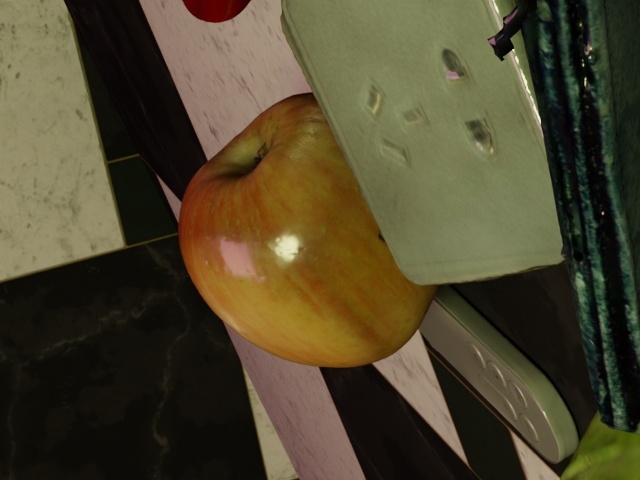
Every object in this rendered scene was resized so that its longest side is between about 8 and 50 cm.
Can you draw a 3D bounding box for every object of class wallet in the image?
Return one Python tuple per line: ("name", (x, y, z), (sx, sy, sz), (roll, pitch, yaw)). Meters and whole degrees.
("wallet", (0.091, -0.115, 0.455), (0.046, 0.190, 0.379), (6, 141, 20))

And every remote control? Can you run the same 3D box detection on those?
("remote control", (0.120, 0.086, 1.136), (0.245, 0.022, 0.077), (45, 158, 54))

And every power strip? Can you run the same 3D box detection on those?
("power strip", (0.079, -0.076, 0.823), (0.213, 0.065, 0.198), (-9, 108, 64))

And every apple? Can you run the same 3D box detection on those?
("apple", (0.000, 0.000, 1.078), (0.199, 0.199, 0.199), (58, 168, 19))

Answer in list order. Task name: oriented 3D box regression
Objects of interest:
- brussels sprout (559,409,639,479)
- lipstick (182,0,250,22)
("brussels sprout", (0.195, 0.146, 0.627), (0.223, 0.161, 0.223), (31, 134, 38))
("lipstick", (-0.069, -0.235, 1.085), (0.073, 0.073, 0.279), (60, 169, 8))
